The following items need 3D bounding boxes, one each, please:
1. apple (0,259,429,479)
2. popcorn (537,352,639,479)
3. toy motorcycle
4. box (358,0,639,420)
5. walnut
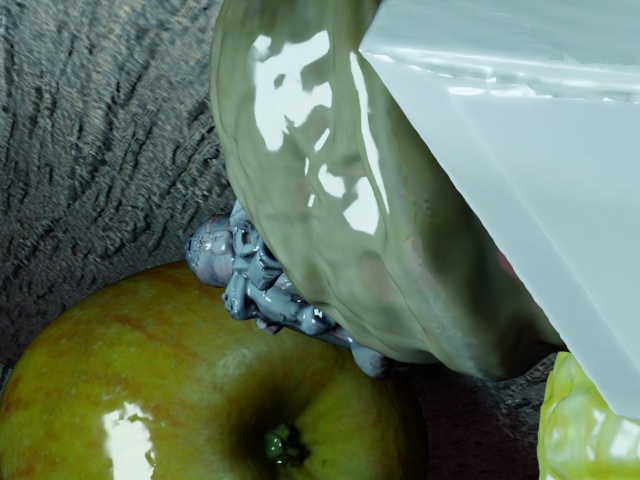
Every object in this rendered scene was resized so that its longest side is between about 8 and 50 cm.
[{"bbox_3d":[-0.099,0.201,1.344,0.400,0.400,0.333,31,154,-2],"label":"apple"},{"bbox_3d":[0.258,0.119,0.823,0.293,0.237,0.293,20,154,10],"label":"popcorn"},{"bbox_3d":[0.000,0.000,1.078,0.207,0.134,0.401,22,162,4],"label":"toy motorcycle"},{"bbox_3d":[0.145,-0.090,0.426,0.111,0.260,0.194,9,154,38],"label":"box"},{"bbox_3d":[0.074,-0.063,0.661,0.248,0.248,0.248,27,161,10],"label":"walnut"}]
